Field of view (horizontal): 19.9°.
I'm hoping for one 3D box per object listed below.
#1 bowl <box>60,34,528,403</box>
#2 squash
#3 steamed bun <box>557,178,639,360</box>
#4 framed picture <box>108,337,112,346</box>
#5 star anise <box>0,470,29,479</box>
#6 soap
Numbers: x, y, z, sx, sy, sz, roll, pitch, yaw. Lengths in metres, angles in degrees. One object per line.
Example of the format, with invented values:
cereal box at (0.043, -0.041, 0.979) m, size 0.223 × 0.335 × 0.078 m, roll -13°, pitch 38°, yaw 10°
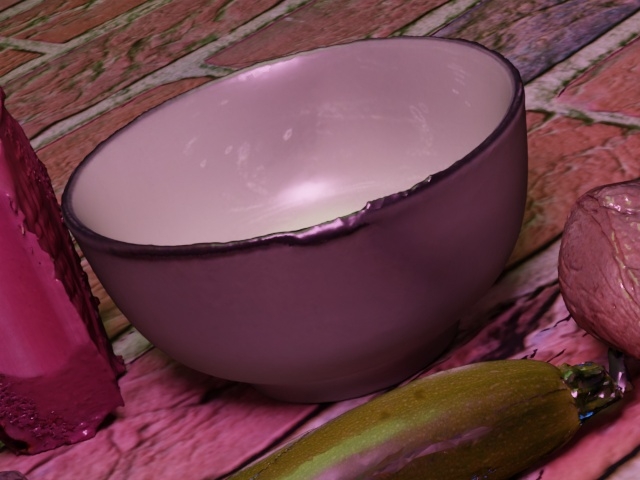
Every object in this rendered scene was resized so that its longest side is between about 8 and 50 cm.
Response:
bowl at (0.000, 0.000, 1.369) m, size 0.353 × 0.185 × 0.354 m, roll -14°, pitch 24°, yaw 7°
squash at (0.058, 0.137, 1.161) m, size 0.331 × 0.087 × 0.087 m, roll -22°, pitch 24°, yaw -15°
steamed bun at (0.235, 0.020, 1.217) m, size 0.144 × 0.106 × 0.175 m, roll 7°, pitch 23°, yaw -18°
framed picture at (-0.246, 0.083, 1.572) m, size 0.109 × 0.011 × 0.149 m, roll -22°, pitch 24°, yaw -11°
star anise at (-0.260, 0.202, 1.283) m, size 0.141 × 0.042 × 0.141 m, roll -15°, pitch 25°, yaw 7°
soap at (-0.241, 0.019, 1.363) m, size 0.112 × 0.289 × 0.182 m, roll -21°, pitch 23°, yaw -1°
